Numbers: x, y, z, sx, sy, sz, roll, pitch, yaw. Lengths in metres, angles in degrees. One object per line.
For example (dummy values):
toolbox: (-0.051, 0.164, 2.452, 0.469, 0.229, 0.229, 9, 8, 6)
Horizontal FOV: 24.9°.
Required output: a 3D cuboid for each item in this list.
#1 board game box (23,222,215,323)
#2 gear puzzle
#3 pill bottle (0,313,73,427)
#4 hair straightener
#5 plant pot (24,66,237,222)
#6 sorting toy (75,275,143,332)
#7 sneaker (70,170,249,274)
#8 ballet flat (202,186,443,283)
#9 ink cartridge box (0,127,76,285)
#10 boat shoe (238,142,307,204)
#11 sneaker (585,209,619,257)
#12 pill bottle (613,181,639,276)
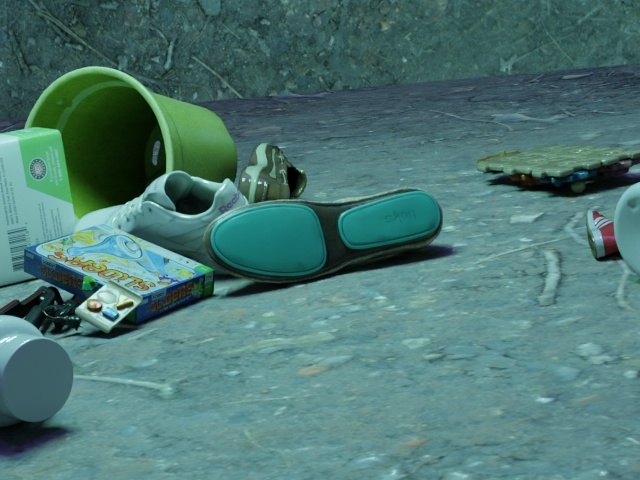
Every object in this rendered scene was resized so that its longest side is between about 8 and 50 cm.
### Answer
board game box: (-0.250, 0.038, 1.794, 0.201, 0.035, 0.136, 21, 27, 33)
gear puzzle: (0.341, -0.111, 2.249, 0.175, 0.044, 0.339, -14, 11, -22)
pill bottle: (-0.328, 0.122, 1.400, 0.193, 0.108, 0.108, 6, 18, 44)
hair straightener: (-0.320, 0.097, 1.703, 0.089, 0.047, 0.230, 16, 10, 6)
plant pot: (-0.265, -0.117, 2.187, 0.276, 0.276, 0.254, 0, 2, 29)
sorting toy: (-0.255, 0.069, 1.681, 0.083, 0.012, 0.062, 26, 56, 30)
sneaker: (-0.212, -0.036, 1.925, 0.305, 0.152, 0.114, -1, 43, 29)
ballet flat: (0.000, 0.000, 1.841, 0.316, 0.107, 0.106, -5, -9, -15)
ink cartridge box: (-0.486, -0.035, 1.990, 0.273, 0.198, 0.115, -13, 13, -28)
boat shoe: (-0.069, -0.089, 2.291, 0.095, 0.095, 0.257, 8, 20, 3)
sneaker: (0.359, -0.011, 1.763, 0.067, 0.042, 0.118, -10, 20, 7)
pill bottle: (0.441, -0.029, 1.619, 0.215, 0.117, 0.117, -15, 15, -31)
